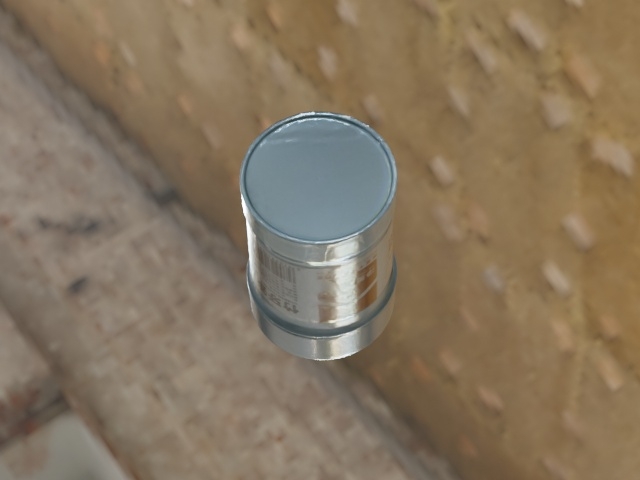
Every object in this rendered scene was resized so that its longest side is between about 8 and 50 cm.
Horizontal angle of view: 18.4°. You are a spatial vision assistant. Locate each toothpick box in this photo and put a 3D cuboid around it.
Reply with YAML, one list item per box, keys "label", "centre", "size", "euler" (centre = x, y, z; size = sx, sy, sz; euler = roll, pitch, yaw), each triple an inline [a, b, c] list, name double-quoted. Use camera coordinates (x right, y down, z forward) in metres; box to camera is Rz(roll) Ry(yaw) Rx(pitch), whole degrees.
- label: "toothpick box"
  centre: [0.000, 0.000, 1.282]
  size: [0.101, 0.101, 0.153]
  euler: [48, -19, 24]
